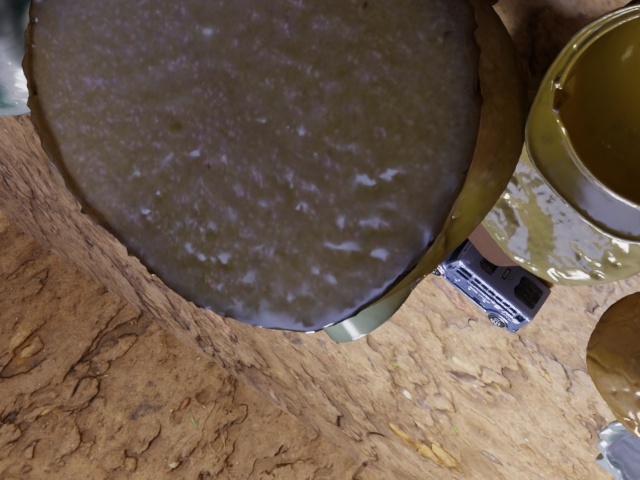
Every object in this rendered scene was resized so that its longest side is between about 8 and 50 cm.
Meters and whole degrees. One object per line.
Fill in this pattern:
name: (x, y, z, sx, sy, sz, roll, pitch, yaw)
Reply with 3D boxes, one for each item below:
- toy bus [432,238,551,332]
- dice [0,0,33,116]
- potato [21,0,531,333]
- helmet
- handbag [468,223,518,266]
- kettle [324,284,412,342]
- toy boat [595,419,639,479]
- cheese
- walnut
toy bus: (0.218, 0.041, 1.493, 0.167, 0.073, 0.076, 39, 158, -2)
dice: (-0.317, -0.349, 1.207, 0.348, 0.328, 0.331, 20, 139, 42)
potato: (-0.015, -0.152, 1.065, 0.442, 0.385, 0.319, 32, -160, 15)
helmet: (0.297, -0.121, 0.896, 0.205, 0.140, 0.257, 44, 148, -3)
handbag: (0.202, -0.059, 1.315, 0.193, 0.072, 0.151, 50, 159, -16)
kettle: (0.000, 0.000, 1.712, 0.255, 0.165, 0.240, 49, -172, -18)
toy boat: (0.467, 0.282, 1.491, 0.199, 0.100, 0.290, 41, 160, 4)
cheese: (0.252, -0.063, 1.132, 0.226, 0.117, 0.214, 53, 144, -13)
walnut: (0.398, 0.140, 1.216, 0.193, 0.193, 0.225, 51, 168, -26)
